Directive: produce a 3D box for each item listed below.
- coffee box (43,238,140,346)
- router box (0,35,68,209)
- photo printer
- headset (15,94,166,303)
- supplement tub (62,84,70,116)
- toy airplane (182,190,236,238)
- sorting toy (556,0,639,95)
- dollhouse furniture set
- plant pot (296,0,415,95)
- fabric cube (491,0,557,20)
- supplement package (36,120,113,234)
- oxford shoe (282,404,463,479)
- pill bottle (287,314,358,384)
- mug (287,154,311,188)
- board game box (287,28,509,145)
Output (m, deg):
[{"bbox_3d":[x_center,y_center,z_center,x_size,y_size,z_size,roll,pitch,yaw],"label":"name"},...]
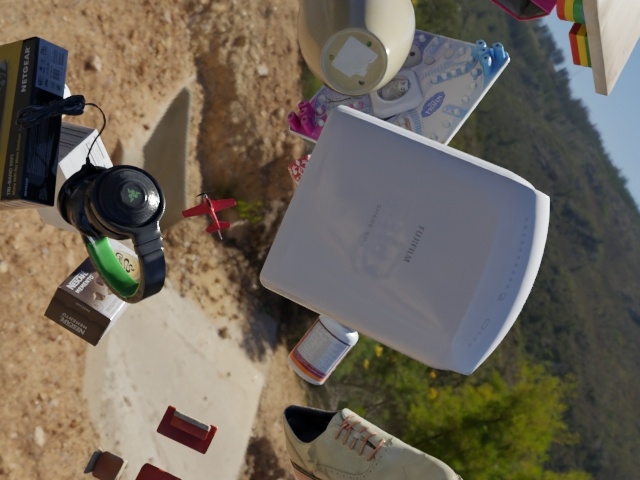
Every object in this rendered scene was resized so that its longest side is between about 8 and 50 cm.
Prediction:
[{"bbox_3d":[-0.615,0.137,2.097,0.168,0.119,0.297,34,30,-5],"label":"coffee box"},{"bbox_3d":[-0.607,-0.213,1.424,0.081,0.242,0.309,16,74,-58],"label":"router box"},{"bbox_3d":[0.109,0.004,0.915,0.307,0.256,0.107,25,3,16],"label":"photo printer"},{"bbox_3d":[-0.410,-0.064,1.352,0.185,0.243,0.394,-24,109,-37],"label":"headset"},{"bbox_3d":[-0.776,-0.369,2.033,0.144,0.144,0.200,56,11,-22],"label":"supplement tub"},{"bbox_3d":[-0.289,-0.070,1.973,0.028,0.151,0.151,107,-31,-58],"label":"toy airplane"},{"bbox_3d":[0.504,-0.437,1.302,0.089,0.257,0.255,23,-14,33],"label":"sorting toy"},{"bbox_3d":[-0.290,0.435,1.338,0.262,0.259,0.135,26,-14,-4],"label":"dollhouse furniture set"},{"bbox_3d":[0.067,-0.396,1.489,0.256,0.256,0.274,56,19,-23],"label":"plant pot"},{"bbox_3d":[0.528,-0.755,1.926,0.259,0.258,0.254,32,8,-10],"label":"fabric cube"},{"bbox_3d":[-0.651,-0.160,1.924,0.145,0.204,0.262,-55,148,-36],"label":"supplement package"},{"bbox_3d":[0.068,0.381,1.300,0.140,0.397,0.147,-39,115,-39],"label":"oxford shoe"},{"bbox_3d":[0.022,0.266,1.983,0.121,0.221,0.121,37,9,-6],"label":"pill bottle"},{"bbox_3d":[-0.030,-0.170,2.352,0.169,0.113,0.150,63,-14,6],"label":"mug"},{"bbox_3d":[0.169,-0.351,1.722,0.390,0.390,0.050,27,-19,35],"label":"board game box"}]
